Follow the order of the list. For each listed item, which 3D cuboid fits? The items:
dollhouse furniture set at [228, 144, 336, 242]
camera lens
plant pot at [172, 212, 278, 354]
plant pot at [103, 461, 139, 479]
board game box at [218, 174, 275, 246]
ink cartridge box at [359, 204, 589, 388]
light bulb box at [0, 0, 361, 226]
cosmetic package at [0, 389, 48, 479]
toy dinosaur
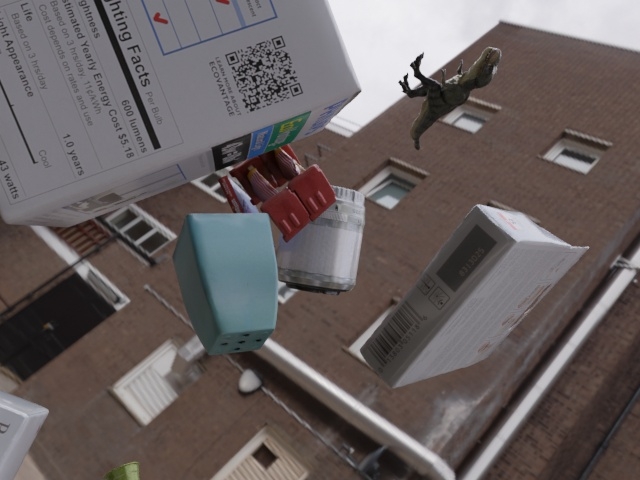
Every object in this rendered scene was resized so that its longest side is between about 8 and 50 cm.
[{"bbox_3d":[-0.140,-0.202,1.215,0.201,0.152,0.374,46,-8,50],"label":"dollhouse furniture set"},{"bbox_3d":[0.000,0.000,1.544,0.219,0.219,0.274,5,-94,56],"label":"camera lens"},{"bbox_3d":[-0.176,0.090,1.118,0.166,0.165,0.234,-54,-136,51],"label":"plant pot"},{"bbox_3d":[-0.450,0.571,1.344,0.079,0.083,0.083,59,-20,27],"label":"plant pot"},{"bbox_3d":[-0.174,-0.059,1.417,0.145,0.027,0.281,62,1,9],"label":"board game box"},{"bbox_3d":[0.130,0.043,0.464,0.045,0.179,0.145,47,-64,28],"label":"ink cartridge box"},{"bbox_3d":[-0.199,-0.241,0.631,0.225,0.361,0.358,-173,-118,-80],"label":"light bulb box"},{"bbox_3d":[-0.850,0.438,1.205,0.394,0.329,0.327,26,-20,-10],"label":"cosmetic package"},{"bbox_3d":[0.196,-0.260,1.019,0.118,0.064,0.268,44,-31,-1],"label":"toy dinosaur"}]
